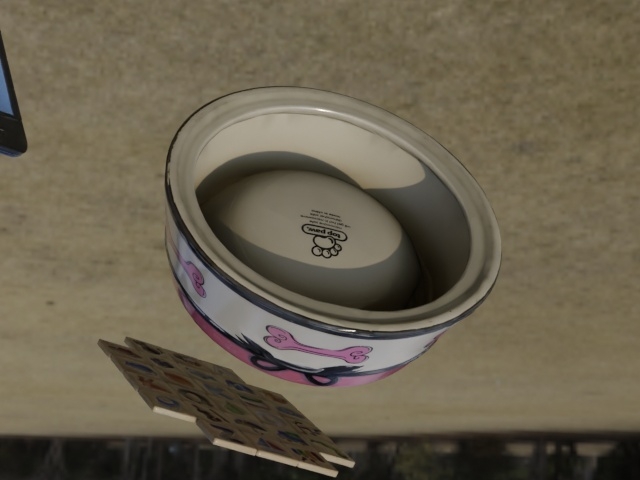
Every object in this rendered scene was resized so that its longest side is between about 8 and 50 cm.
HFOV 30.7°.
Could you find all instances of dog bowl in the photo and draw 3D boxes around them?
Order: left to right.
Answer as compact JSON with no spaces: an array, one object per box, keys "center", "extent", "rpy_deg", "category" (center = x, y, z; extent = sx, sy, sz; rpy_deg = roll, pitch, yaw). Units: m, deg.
[{"center":[0.000,0.000,1.390],"extent":[0.408,0.408,0.150],"rpy_deg":[5,134,-19],"category":"dog bowl"}]

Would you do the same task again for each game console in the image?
[{"center":[-0.488,-0.301,1.662],"extent":[0.173,0.293,0.250],"rpy_deg":[-27,158,24],"category":"game console"}]

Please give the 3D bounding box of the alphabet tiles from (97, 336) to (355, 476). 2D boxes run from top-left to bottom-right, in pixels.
[{"center":[-0.122,0.204,1.466],"extent":[0.285,0.011,0.342],"rpy_deg":[21,-175,-30],"category":"alphabet tiles"}]
